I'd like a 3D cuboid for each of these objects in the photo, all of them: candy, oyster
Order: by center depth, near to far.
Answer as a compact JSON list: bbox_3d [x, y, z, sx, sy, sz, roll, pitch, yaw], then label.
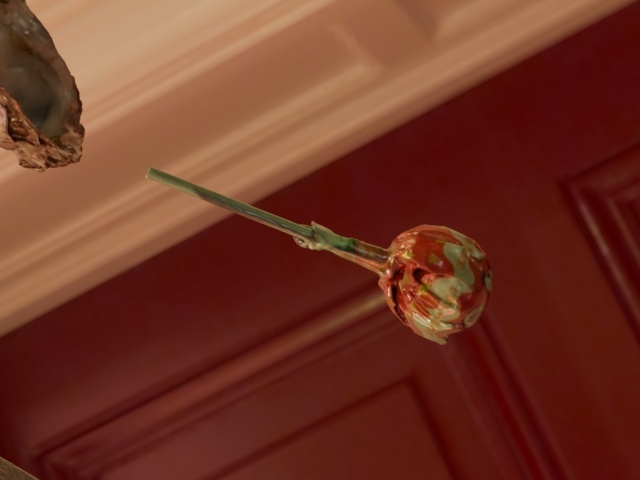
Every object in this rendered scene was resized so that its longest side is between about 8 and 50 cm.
[{"bbox_3d":[-0.001,0.002,1.310,0.078,0.288,0.084,130,156,-60],"label":"candy"},{"bbox_3d":[-0.321,-0.152,1.643,0.396,0.111,0.204,52,-166,-46],"label":"oyster"}]

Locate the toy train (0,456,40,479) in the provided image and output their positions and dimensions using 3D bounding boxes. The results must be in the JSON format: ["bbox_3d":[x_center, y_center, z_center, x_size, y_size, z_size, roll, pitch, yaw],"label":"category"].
[{"bbox_3d":[-0.237,0.235,1.211,0.330,0.138,0.178,32,-163,-5],"label":"toy train"}]
